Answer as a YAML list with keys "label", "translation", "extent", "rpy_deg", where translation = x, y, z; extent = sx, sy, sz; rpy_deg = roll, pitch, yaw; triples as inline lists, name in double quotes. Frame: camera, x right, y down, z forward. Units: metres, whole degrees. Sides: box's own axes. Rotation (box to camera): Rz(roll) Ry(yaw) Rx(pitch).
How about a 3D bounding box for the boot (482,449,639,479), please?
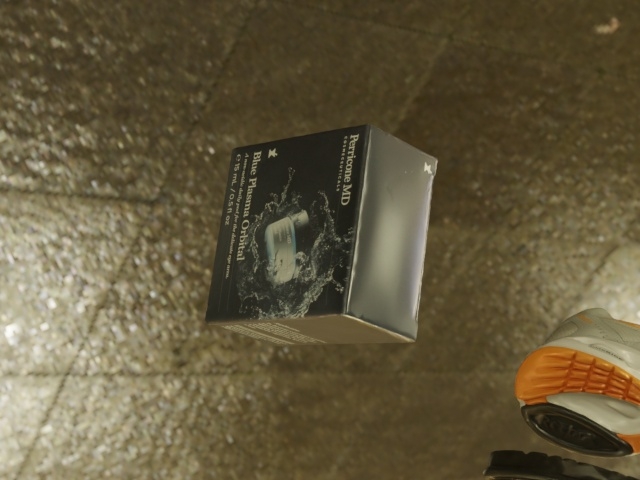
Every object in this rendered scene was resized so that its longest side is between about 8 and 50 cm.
- label: "boot"
  translation: [0.264, 0.348, 1.115]
  extent: [0.260, 0.348, 0.131]
  rpy_deg: [-64, 161, -14]

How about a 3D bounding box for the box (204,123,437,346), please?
- label: "box"
  translation: [0.000, 0.000, 1.052]
  extent: [0.158, 0.156, 0.093]
  rpy_deg: [-6, 160, 42]

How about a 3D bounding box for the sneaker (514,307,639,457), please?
- label: "sneaker"
  translation: [0.271, 0.111, 0.872]
  extent: [0.121, 0.262, 0.099]
  rpy_deg: [-46, 156, -54]
